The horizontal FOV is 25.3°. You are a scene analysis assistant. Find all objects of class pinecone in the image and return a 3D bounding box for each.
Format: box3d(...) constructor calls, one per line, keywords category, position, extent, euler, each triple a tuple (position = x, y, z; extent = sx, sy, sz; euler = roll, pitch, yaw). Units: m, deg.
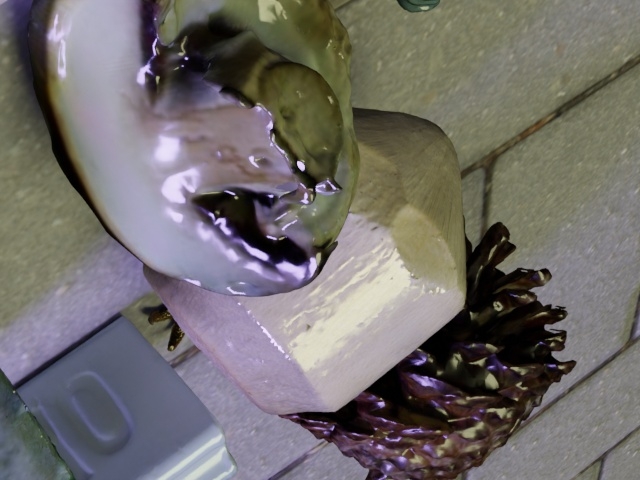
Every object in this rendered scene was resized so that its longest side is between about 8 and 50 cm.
box3d(category="pinecone", position=(0.097, 0.105, 1.387), extent=(0.296, 0.242, 0.298), euler=(-50, 156, 12))

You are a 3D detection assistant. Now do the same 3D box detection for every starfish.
box3d(category="starfish", position=(-0.118, 0.061, 1.280), extent=(0.091, 0.028, 0.078), euler=(-17, 133, -36))

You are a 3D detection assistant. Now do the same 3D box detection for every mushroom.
box3d(category="mushroom", position=(-0.075, -0.105, 0.979), extent=(0.189, 0.267, 0.164), euler=(-20, -152, 42))

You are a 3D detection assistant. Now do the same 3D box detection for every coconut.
box3d(category="coconut", position=(0.000, 0.000, 1.154), extent=(0.266, 0.237, 0.237), euler=(-36, 149, -4))

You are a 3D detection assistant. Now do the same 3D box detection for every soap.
box3d(category="soap", position=(-0.222, 0.202, 1.191), extent=(0.265, 0.160, 0.087), euler=(-35, 147, -17))

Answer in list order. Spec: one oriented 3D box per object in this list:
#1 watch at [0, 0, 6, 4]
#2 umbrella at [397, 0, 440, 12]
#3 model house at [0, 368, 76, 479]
box3d(category="watch", position=(-0.203, -0.218, 0.694), extent=(0.231, 0.196, 0.244), euler=(-28, 143, -40))
box3d(category="umbrella", position=(0.091, -0.283, 1.099), extent=(0.053, 0.052, 0.250), euler=(-46, 157, -37))
box3d(category="model house", position=(-0.361, 0.164, 0.955), extent=(0.325, 0.194, 0.267), euler=(-34, 148, -13))
